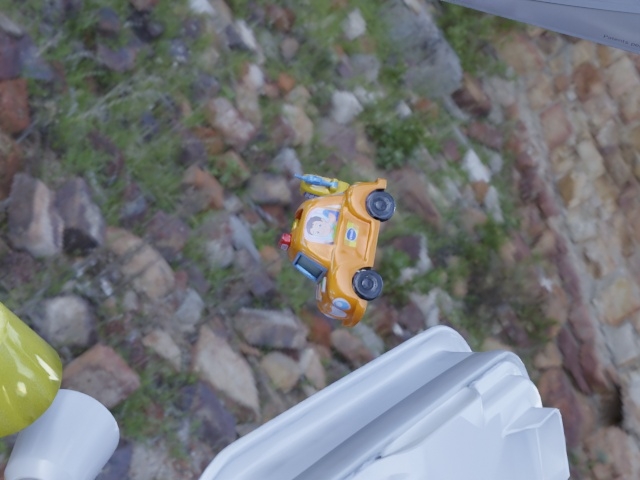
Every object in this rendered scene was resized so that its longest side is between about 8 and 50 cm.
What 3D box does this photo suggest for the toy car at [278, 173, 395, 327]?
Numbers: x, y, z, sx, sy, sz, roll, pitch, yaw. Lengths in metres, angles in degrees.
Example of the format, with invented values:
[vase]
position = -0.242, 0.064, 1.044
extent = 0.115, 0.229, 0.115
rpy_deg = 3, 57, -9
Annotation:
[toy car]
position = 0.000, 0.000, 0.424
extent = 0.041, 0.060, 0.122
rpy_deg = 12, 2, -7

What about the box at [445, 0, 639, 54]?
[box]
position = 0.188, -0.238, 0.611
extent = 0.231, 0.262, 0.126
rpy_deg = 82, 28, -69

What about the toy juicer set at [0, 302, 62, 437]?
[toy juicer set]
position = -0.320, 0.138, 0.556
extent = 0.089, 0.329, 0.209
rpy_deg = 73, 18, -49

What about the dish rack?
[dish rack]
position = 0.064, 0.222, 0.455
extent = 0.286, 0.072, 0.332
rpy_deg = -18, 100, -57

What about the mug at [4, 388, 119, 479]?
[mug]
position = -0.167, 0.143, 0.625
extent = 0.062, 0.078, 0.064
rpy_deg = 14, 33, 1
